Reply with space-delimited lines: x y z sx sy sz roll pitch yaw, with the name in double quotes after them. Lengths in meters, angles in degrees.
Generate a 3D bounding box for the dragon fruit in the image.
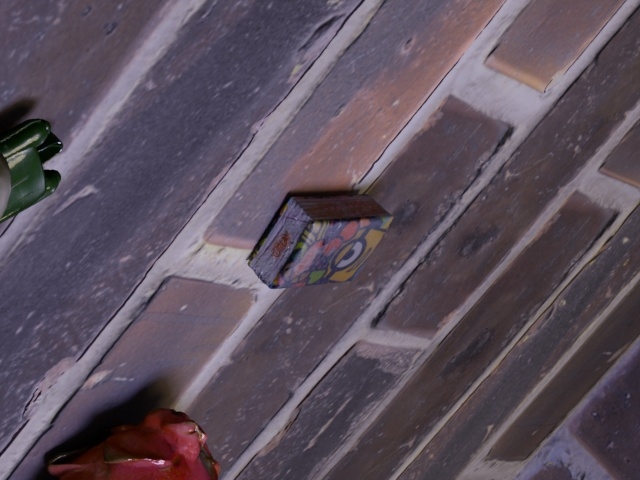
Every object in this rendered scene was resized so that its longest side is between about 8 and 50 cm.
-0.216 0.313 1.939 0.227 0.224 0.224 -38 153 -15 "dragon fruit"

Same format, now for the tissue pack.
0.000 0.000 1.922 0.148 0.060 0.108 -5 134 -49 "tissue pack"

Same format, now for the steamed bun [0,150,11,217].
-0.358 -0.098 1.033 0.247 0.352 0.339 -62 172 -15 "steamed bun"

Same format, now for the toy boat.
-0.317 -0.035 1.452 0.210 0.052 0.104 -31 154 -19 "toy boat"
